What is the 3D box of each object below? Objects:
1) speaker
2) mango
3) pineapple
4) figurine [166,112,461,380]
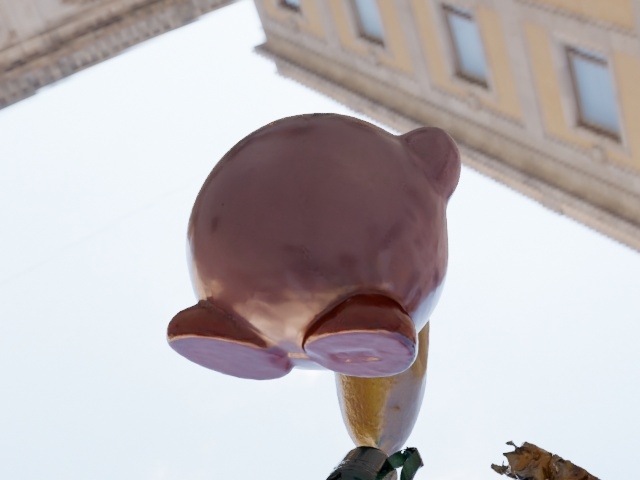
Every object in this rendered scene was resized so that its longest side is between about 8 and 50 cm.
[{"bbox_3d":[0.052,0.221,1.142,0.095,0.060,0.075,-9,-168,20],"label":"speaker"},{"bbox_3d":[0.064,0.128,1.380,0.109,0.227,0.147,2,173,-3],"label":"mango"},{"bbox_3d":[0.223,0.207,0.949,0.221,0.221,0.047,23,-102,47],"label":"pineapple"},{"bbox_3d":[0.000,0.000,0.797,0.173,0.173,0.173,-14,-147,9],"label":"figurine"}]
